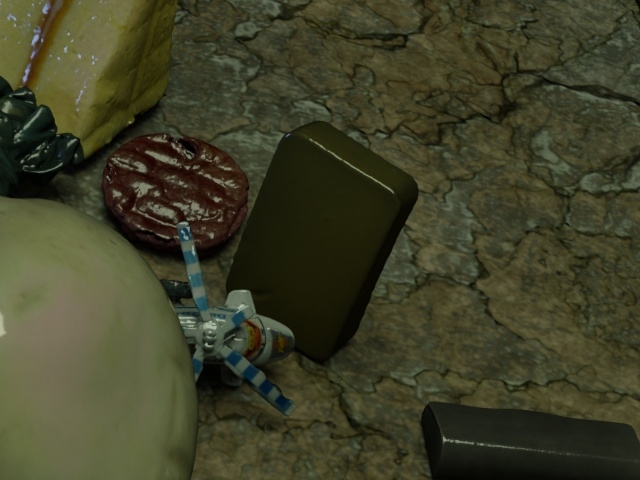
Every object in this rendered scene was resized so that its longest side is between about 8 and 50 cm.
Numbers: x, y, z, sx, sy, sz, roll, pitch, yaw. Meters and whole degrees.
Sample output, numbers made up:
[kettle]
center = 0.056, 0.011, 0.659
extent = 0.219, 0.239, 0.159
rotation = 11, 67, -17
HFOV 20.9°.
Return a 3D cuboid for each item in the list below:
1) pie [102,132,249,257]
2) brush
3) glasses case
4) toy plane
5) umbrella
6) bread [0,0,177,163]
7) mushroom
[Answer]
[pie]
center = -0.138, -0.043, 1.643
extent = 0.153, 0.038, 0.153
rotation = 8, 45, -9
[brush]
center = 0.000, 0.000, 1.527
extent = 0.123, 0.197, 0.059
rotation = 35, 36, 17
[glasses case]
center = 0.185, 0.180, 1.515
extent = 0.191, 0.042, 0.072
rotation = 7, 35, -12
[toy plane]
center = -0.160, 0.085, 1.480
extent = 0.273, 0.107, 0.182
rotation = -12, 91, -5
[umbrella]
center = -0.350, -0.029, 1.513
extent = 0.143, 0.094, 0.349
rotation = 24, 45, 18
[bread]
center = -0.240, -0.234, 1.645
extent = 0.168, 0.264, 0.163
rotation = 25, 40, 17
[mushroom]
center = -0.227, 0.101, 1.273
extent = 0.315, 0.315, 0.356
rotation = -4, 43, -23
